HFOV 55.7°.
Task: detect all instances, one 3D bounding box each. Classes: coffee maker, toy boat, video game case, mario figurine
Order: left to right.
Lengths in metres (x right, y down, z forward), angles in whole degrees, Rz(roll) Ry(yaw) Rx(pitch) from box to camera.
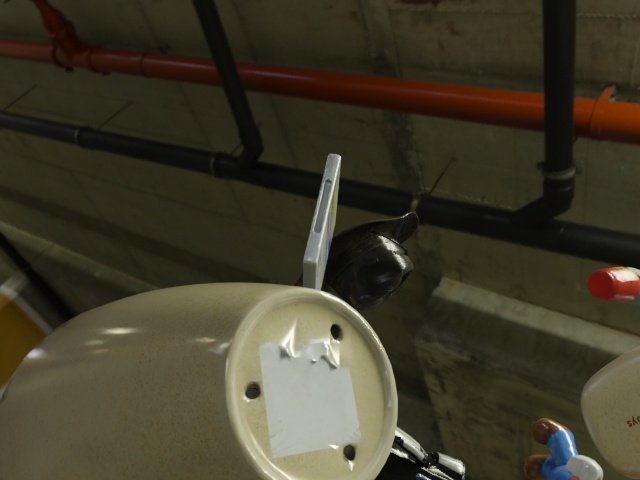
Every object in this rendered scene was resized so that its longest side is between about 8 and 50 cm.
[{"bbox_3d":[0.000,0.000,0.971,0.023,0.193,0.212,11,-29,4],"label":"video game case"},{"bbox_3d":[0.137,0.416,1.036,0.178,0.171,0.120,31,-6,0],"label":"coffee maker"},{"bbox_3d":[0.414,0.442,1.045,0.198,0.170,0.320,58,9,-11],"label":"mario figurine"},{"bbox_3d":[0.506,0.182,0.901,0.148,0.318,0.267,5,-28,-37],"label":"toy boat"}]

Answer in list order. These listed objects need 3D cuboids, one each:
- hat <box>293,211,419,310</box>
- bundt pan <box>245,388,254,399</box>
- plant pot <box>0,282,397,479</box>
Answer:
[{"bbox_3d":[0.107,0.078,1.349,0.134,0.331,0.331,59,-23,19],"label":"hat"},{"bbox_3d":[-0.113,0.266,0.884,0.124,0.331,0.331,12,-32,3],"label":"bundt pan"},{"bbox_3d":[-0.080,0.136,0.455,0.256,0.256,0.274,45,-41,-14],"label":"plant pot"}]
